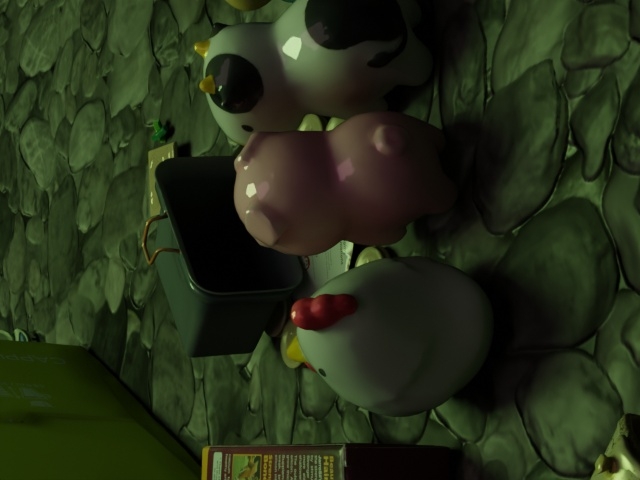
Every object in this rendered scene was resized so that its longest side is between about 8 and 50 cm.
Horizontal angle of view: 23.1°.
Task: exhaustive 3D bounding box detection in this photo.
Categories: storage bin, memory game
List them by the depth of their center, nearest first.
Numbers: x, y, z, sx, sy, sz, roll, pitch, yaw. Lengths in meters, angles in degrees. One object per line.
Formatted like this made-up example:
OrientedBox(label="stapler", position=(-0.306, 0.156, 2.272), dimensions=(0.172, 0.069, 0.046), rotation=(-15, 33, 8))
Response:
OrientedBox(label="memory game", position=(0.000, 0.000, 1.099), dimensions=(0.186, 0.012, 0.186), rotation=(-15, 73, 57))
OrientedBox(label="storage bin", position=(-0.083, 0.018, 1.139), dimensions=(0.091, 0.098, 0.135), rotation=(110, 147, -42))

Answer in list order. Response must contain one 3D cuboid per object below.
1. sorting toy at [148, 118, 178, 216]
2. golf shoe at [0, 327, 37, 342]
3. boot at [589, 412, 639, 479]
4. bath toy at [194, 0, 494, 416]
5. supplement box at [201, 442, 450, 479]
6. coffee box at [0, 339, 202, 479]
OrientedBox(label="sorting toy", position=(-0.130, -0.064, 1.320), dimensions=(0.062, 0.012, 0.083), rotation=(-13, 77, 62))
OrientedBox(label="golf shoe", position=(-0.311, 0.166, 1.511), dimensions=(0.069, 0.086, 0.176), rotation=(-51, 46, 40))
OrientedBox(label="boot", position=(0.104, 0.165, 0.771), dimensions=(0.262, 0.095, 0.203), rotation=(32, 113, 30))
OrientedBox(label="bath toy", position=(-0.001, -0.053, 0.982), dimensions=(0.151, 0.129, 0.348), rotation=(-36, 56, 36))
OrientedBox(label="supplement box", position=(-0.001, 0.182, 1.006), dimensions=(0.188, 0.081, 0.104), rotation=(-12, 75, 58))
OrientedBox(label="coffee box", position=(-0.316, 0.281, 1.260), dimensions=(0.338, 0.338, 0.334), rotation=(34, 114, 57))
